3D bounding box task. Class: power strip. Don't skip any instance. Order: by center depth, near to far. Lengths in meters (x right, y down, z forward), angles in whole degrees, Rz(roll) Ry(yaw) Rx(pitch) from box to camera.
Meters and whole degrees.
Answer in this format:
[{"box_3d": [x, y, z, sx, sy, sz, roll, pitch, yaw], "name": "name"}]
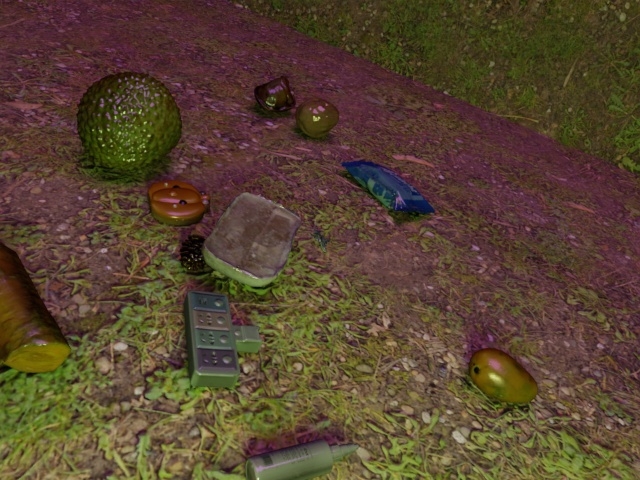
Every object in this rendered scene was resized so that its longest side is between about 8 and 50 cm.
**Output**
[{"box_3d": [-0.191, 0.194, 0.995, 0.145, 0.061, 0.215, 10, 36, -25], "name": "power strip"}]

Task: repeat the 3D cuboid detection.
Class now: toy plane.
[{"box_3d": [0.001, -0.003, 1.374, 0.078, 0.024, 0.084, 16, 30, -38], "name": "toy plane"}]

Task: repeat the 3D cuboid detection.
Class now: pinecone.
[{"box_3d": [-0.288, 0.029, 1.156, 0.077, 0.077, 0.083, 23, 45, 5], "name": "pinecone"}]

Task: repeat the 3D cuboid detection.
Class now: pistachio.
[{"box_3d": [-0.176, -0.564, 1.969, 0.165, 0.130, 0.210, 27, 44, 6], "name": "pistachio"}]

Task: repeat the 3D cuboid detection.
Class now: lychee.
[{"box_3d": [-0.512, -0.329, 1.382, 0.270, 0.270, 0.320, 25, 69, 8], "name": "lychee"}]

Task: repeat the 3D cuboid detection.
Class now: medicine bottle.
[{"box_3d": [-0.022, 0.363, 0.835, 0.199, 0.057, 0.057, -3, 40, -29], "name": "medicine bottle"}]

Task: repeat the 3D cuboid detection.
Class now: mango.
[{"box_3d": [0.399, 0.298, 1.098, 0.163, 0.089, 0.111, 34, 35, 7], "name": "mango"}]

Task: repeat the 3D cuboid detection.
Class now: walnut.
[{"box_3d": [-0.014, -0.459, 1.896, 0.167, 0.149, 0.166, -3, 9, 1], "name": "walnut"}]

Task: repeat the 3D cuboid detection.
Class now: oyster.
[{"box_3d": [-0.218, 0.074, 1.171, 0.054, 0.019, 0.083, 24, 37, 9], "name": "oyster"}]

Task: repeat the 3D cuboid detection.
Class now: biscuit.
[{"box_3d": [-0.364, -0.107, 1.320, 0.170, 0.050, 0.170, 13, 36, -10], "name": "biscuit"}]

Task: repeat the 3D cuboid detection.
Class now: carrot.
[{"box_3d": [-0.550, 0.110, 0.886, 0.114, 0.114, 0.302, -19, 52, -42], "name": "carrot"}]

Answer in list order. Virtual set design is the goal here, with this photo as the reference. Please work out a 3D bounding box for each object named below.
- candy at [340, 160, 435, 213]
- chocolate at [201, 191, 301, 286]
[{"box_3d": [0.221, -0.185, 1.688, 0.187, 0.077, 0.331, -7, 43, -43], "name": "candy"}, {"box_3d": [-0.164, 0.003, 1.209, 0.185, 0.100, 0.303, 31, 31, -7], "name": "chocolate"}]
